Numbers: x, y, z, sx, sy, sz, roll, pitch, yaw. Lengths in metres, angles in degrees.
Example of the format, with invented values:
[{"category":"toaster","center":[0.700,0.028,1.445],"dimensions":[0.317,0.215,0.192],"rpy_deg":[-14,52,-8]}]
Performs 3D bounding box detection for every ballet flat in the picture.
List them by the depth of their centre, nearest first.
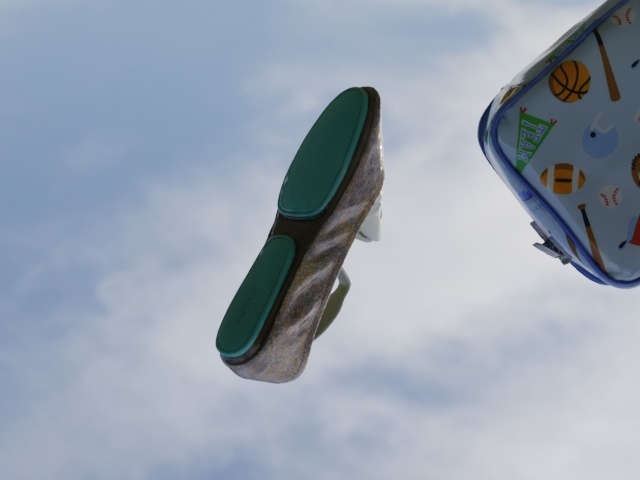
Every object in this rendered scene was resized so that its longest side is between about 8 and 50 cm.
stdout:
[{"category":"ballet flat","center":[0.000,0.000,1.478],"dimensions":[0.106,0.316,0.107],"rpy_deg":[32,172,-35]}]

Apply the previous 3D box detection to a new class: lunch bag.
[{"category":"lunch bag","center":[0.311,-0.103,1.396],"dimensions":[0.303,0.243,0.115],"rpy_deg":[-41,-177,0]}]
